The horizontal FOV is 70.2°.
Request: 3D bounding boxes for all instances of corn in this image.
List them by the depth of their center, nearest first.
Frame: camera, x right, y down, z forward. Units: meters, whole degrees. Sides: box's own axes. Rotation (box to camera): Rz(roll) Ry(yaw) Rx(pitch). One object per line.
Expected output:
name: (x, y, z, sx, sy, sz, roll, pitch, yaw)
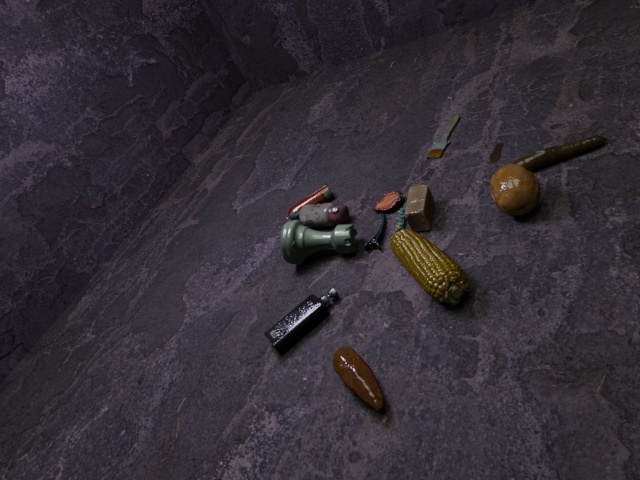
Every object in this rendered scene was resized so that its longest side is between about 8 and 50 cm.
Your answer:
corn: (0.365, 0.076, 1.565, 0.144, 0.144, 0.387, -32, 36, 0)

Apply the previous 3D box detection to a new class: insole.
insole: (0.751, -0.375, 1.938, 0.045, 0.002, 0.135, 3, 48, 39)

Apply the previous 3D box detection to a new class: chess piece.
chess piece: (0.000, 0.000, 1.917, 0.299, 0.194, 0.194, -4, 43, 21)

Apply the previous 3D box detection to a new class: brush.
brush: (0.602, -0.506, 2.196, 0.085, 0.020, 0.336, 3, 48, 40)

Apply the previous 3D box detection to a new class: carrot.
carrot: (0.900, -0.333, 1.723, 0.342, 0.070, 0.070, -19, 37, 16)

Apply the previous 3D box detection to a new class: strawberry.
strawberry: (0.301, -0.164, 1.990, 0.152, 0.048, 0.103, -26, 40, 32)

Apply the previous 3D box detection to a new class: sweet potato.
sweet potato: (0.121, 0.422, 1.383, 0.097, 0.097, 0.251, -37, 40, -6)

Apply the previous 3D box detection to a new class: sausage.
sausage: (-0.062, -0.179, 2.254, 0.264, 0.083, 0.083, -32, 35, 1)

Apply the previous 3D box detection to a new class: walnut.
walnut: (0.687, -0.178, 1.606, 0.165, 0.165, 0.197, -21, 33, 16)

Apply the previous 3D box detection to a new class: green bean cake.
green bean cake: (0.398, -0.129, 1.816, 0.085, 0.109, 0.179, -9, 40, 30)

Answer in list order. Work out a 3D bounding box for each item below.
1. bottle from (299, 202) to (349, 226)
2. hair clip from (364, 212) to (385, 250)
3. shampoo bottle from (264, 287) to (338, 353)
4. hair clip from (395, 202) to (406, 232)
bottle: (0.023, -0.117, 2.087, 0.233, 0.110, 0.110, -1, 45, 37)
hair clip: (0.246, -0.040, 1.895, 0.070, 0.039, 0.229, -7, 37, 31)
shampoo bottle: (-0.060, 0.284, 1.694, 0.309, 0.071, 0.098, -39, 35, -10)
hair clip: (0.335, -0.088, 1.879, 0.049, 0.049, 0.172, -6, 44, 32)
